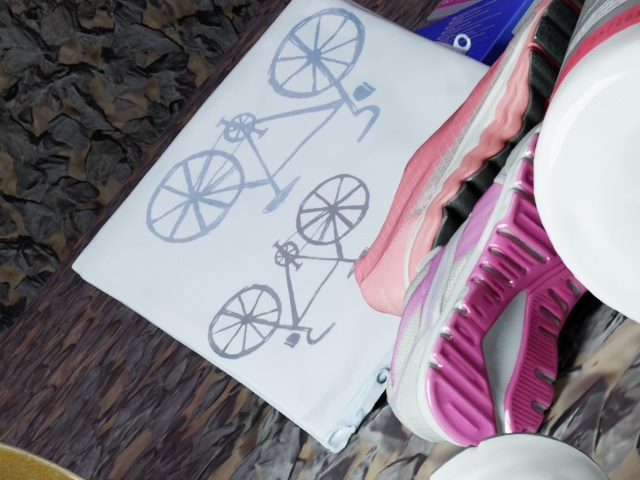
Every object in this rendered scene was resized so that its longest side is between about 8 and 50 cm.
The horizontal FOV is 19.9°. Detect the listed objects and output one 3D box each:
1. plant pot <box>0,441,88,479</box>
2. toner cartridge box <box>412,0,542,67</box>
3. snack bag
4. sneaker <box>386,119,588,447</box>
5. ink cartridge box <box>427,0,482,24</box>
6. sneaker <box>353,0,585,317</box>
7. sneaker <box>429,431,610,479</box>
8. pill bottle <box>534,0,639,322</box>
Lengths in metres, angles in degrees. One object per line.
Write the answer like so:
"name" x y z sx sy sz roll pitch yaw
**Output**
"plant pot" -0.249 0.303 1.242 0.254 0.237 0.237 -59 10 14
"toner cartridge box" 0.100 -0.121 1.614 0.165 0.075 0.348 -51 14 -18
"snack bag" 0.006 -0.034 1.404 0.342 0.037 0.323 30 77 42
"sneaker" 0.110 0.020 1.110 0.252 0.103 0.111 -54 16 -27
"ink cartridge box" 0.243 -0.315 1.756 0.311 0.065 0.186 -48 13 -7
"sneaker" 0.121 -0.072 1.261 0.136 0.116 0.314 -5 44 55
"sneaker" 0.022 0.215 0.832 0.297 0.111 0.129 -47 19 10
"pill bottle" 0.223 -0.107 0.951 0.176 0.176 0.318 -38 17 37
